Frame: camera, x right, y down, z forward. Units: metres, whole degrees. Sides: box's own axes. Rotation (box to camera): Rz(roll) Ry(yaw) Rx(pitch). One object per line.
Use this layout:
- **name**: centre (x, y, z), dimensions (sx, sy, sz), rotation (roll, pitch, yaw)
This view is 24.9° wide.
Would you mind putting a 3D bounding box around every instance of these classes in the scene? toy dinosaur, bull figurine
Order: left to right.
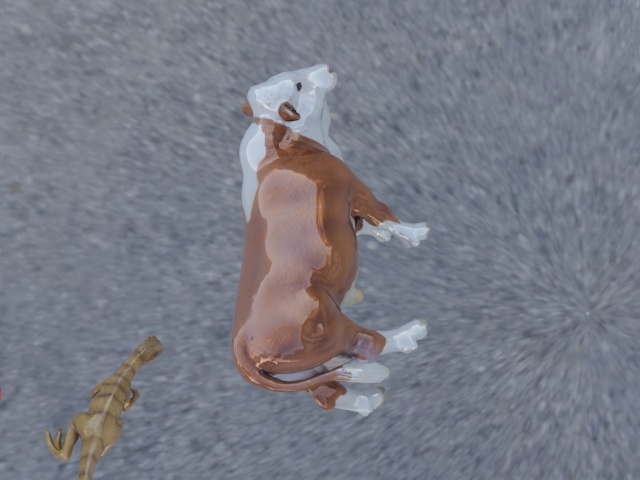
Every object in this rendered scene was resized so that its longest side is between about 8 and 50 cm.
- **toy dinosaur**: centre (-0.200, 0.173, 1.288), dimensions (0.064, 0.112, 0.211), rotation (29, 53, -17)
- **bull figurine**: centre (0.000, 0.000, 1.257), dimensions (0.188, 0.101, 0.310), rotation (22, 60, -25)
